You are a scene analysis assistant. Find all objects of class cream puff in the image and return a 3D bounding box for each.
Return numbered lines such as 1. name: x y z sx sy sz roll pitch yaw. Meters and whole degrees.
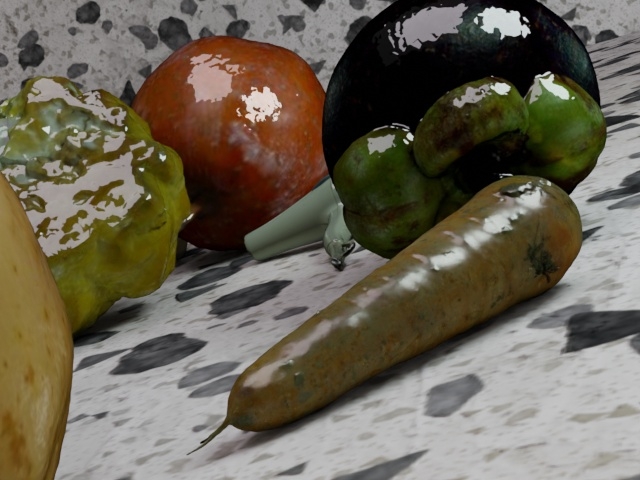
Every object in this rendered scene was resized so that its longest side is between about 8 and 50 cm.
1. cream puff: -0.254 -0.017 1.219 0.282 0.282 0.185 -19 -34 -8

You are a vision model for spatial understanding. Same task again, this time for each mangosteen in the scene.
1. mangosteen: 0.107 -0.084 0.977 0.243 0.243 0.243 -17 8 3

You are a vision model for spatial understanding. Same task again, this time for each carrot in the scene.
1. carrot: 0.044 0.045 0.738 0.298 0.078 0.078 -30 14 -32

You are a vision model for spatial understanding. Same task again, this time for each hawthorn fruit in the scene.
1. hawthorn fruit: -0.087 -0.097 1.393 0.235 0.263 0.231 -46 -41 20

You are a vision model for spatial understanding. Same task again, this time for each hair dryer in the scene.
1. hair dryer: -0.014 0.003 1.213 0.167 0.067 0.199 -23 19 29

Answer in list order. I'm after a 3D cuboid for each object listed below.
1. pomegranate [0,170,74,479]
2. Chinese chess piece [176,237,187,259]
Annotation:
1. pomegranate: -0.260 0.043 0.476 0.338 0.338 0.338 -17 8 3
2. Chinese chess piece: -0.289 0.006 1.509 0.273 0.102 0.273 -18 7 2
